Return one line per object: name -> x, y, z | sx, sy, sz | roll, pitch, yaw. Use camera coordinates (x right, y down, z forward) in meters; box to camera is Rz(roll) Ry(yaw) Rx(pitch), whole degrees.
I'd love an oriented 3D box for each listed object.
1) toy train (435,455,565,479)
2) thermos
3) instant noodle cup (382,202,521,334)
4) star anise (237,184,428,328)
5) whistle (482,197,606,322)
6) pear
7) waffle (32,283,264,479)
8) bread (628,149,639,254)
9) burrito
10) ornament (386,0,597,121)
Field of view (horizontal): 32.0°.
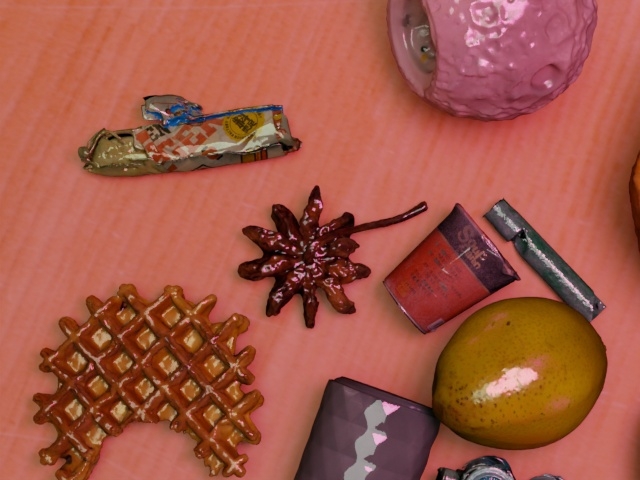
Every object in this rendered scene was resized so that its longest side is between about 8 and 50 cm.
toy train -> 0.222, 0.340, 1.314 | 0.198, 0.107, 0.154 | 16, 90, 7
thermos -> 0.047, 0.318, 1.314 | 0.182, 0.145, 0.286 | 18, 85, -1
instant noodle cup -> 0.155, 0.041, 1.362 | 0.136, 0.127, 0.127 | -40, 80, 7
star anise -> 0.001, -0.002, 1.401 | 0.177, 0.073, 0.234 | 36, 79, 0
whistle -> 0.279, 0.026, 1.388 | 0.039, 0.039, 0.186 | -42, 81, -2
pear -> 0.219, 0.160, 1.291 | 0.220, 0.187, 0.187 | -24, 79, -25
waffle -> -0.216, 0.182, 1.394 | 0.293, 0.069, 0.259 | -5, 79, 7
bread -> 0.533, -0.064, 1.245 | 0.398, 0.215, 0.398 | -7, 76, 30
burrito -> -0.171, -0.141, 1.441 | 0.288, 0.054, 0.104 | -8, 81, 4
ornament -> 0.208, -0.269, 1.333 | 0.225, 0.259, 0.259 | -15, 80, -14
